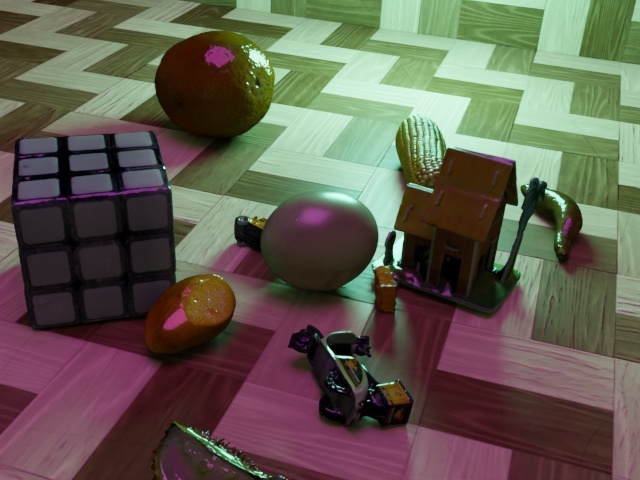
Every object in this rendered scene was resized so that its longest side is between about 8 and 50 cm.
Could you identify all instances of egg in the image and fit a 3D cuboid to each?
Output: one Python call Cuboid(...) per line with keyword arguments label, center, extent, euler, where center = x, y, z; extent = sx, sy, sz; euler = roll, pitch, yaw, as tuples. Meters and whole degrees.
Cuboid(label="egg", center=(0.000, 0.000, 1.801), extent=(0.269, 0.219, 0.219), euler=(-4, 31, -20))

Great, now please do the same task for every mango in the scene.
Cuboid(label="mango", center=(-0.263, 0.154, 1.640), extent=(0.141, 0.102, 0.217), euler=(39, 44, 7))

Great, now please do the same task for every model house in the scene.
Cuboid(label="model house", center=(0.327, -0.078, 1.861), extent=(0.300, 0.324, 0.340), euler=(20, 35, 25))

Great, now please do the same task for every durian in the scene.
Cuboid(label="durian", center=(-0.159, 0.378, 1.280), extent=(0.220, 0.095, 0.137), euler=(21, 70, 23))

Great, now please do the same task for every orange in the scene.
Cuboid(label="orange", center=(-0.319, -0.464, 2.470), extent=(0.356, 0.322, 0.322), euler=(12, 30, 32))

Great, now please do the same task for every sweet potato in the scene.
Cuboid(label="sweet potato", center=(0.604, -0.060, 2.106), extent=(0.108, 0.079, 0.346), euler=(-24, 31, 11))

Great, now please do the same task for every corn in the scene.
Cuboid(label="corn", center=(0.285, -0.224, 2.289), extent=(0.143, 0.144, 0.387), euler=(2, 36, -3))

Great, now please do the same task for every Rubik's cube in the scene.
Cuboid(label="Rubik's cube", center=(-0.467, -0.029, 1.730), extent=(0.303, 0.305, 0.301), euler=(-8, 34, -14))

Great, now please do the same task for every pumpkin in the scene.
Cuboid(label="pumpkin", center=(0.143, 0.104, 1.781), extent=(0.053, 0.074, 0.083), euler=(-6, 34, -8))

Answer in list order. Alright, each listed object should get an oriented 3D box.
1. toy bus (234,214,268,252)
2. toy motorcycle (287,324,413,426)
Cuboid(label="toy bus", center=(-0.127, -0.010, 1.950), extent=(0.162, 0.070, 0.074), euler=(25, 36, 30))
Cuboid(label="toy motorcycle", center=(0.046, 0.240, 1.536), extent=(0.157, 0.091, 0.263), euler=(-2, 32, -25))
